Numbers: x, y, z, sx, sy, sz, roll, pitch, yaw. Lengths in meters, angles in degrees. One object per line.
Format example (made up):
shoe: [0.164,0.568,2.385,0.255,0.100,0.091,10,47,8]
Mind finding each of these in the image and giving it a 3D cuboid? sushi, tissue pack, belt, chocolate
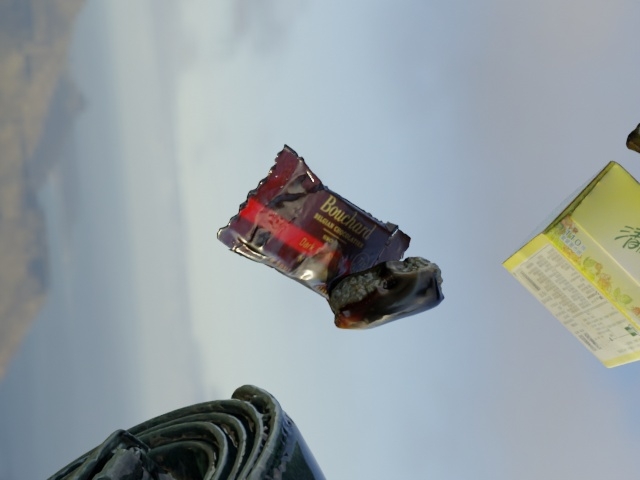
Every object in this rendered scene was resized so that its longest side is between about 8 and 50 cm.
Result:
sushi: [0.049,0.044,1.394,0.046,0.083,0.044,-113,-175,-63]
tissue pack: [0.169,0.017,1.154,0.095,0.062,0.176,45,-7,4]
belt: [-0.089,0.165,0.964,0.116,0.206,0.267,60,31,-16]
chocolate: [0.000,0.000,1.386,0.028,0.086,0.182,38,1,42]

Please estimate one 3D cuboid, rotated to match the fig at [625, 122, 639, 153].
fig: [0.283,-0.021,1.205,0.170,0.145,0.274,46,-13,-36]
